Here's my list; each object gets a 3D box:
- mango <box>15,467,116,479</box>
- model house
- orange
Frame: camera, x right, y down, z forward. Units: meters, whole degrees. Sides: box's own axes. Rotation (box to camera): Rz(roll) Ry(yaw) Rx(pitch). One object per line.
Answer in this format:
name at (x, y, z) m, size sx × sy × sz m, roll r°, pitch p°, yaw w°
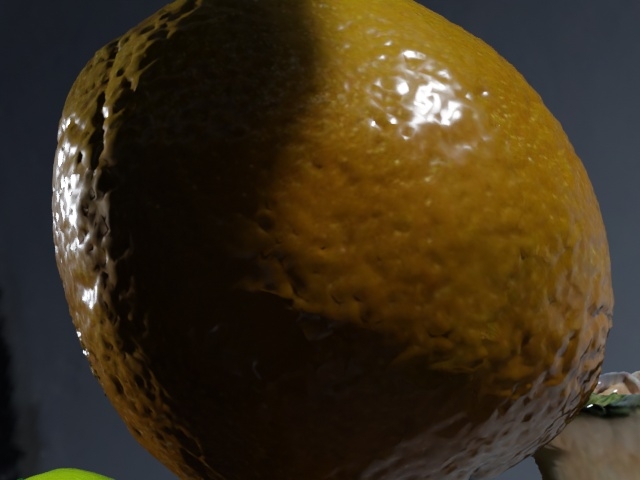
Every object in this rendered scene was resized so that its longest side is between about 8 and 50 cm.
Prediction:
mango at (-0.144, 0.325, 1.676) m, size 0.343 × 0.156 × 0.192 m, roll 29°, pitch 55°, yaw 11°
model house at (0.283, 0.162, 1.487) m, size 0.183 × 0.172 × 0.166 m, roll -14°, pitch 99°, yaw 58°
orange at (0.000, 0.000, 1.217) m, size 0.322 × 0.322 × 0.357 m, roll -37°, pitch 80°, yaw 26°
